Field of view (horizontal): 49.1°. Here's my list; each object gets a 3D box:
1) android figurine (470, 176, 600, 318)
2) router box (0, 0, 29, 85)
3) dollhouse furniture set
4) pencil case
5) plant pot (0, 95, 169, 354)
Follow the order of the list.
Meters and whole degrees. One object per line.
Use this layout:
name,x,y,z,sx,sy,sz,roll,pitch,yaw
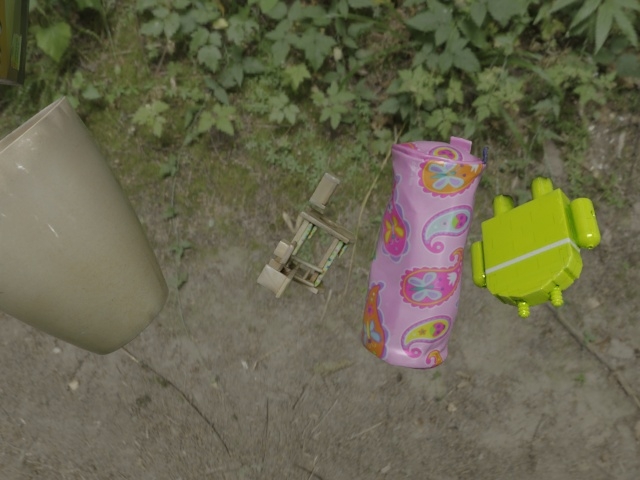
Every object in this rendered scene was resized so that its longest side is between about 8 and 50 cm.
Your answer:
android figurine,0.382,0.013,1.274,0.056,0.248,0.273,36,41,-35
router box,-0.437,-0.364,0.879,0.081,0.243,0.308,5,96,-7
dollhouse furniture set,0.000,0.000,1.114,0.101,0.161,0.182,31,106,1
pencil case,0.126,0.014,0.869,0.124,0.124,0.284,7,105,-2
plant pot,-0.326,0.006,0.879,0.256,0.256,0.274,-50,116,-24
